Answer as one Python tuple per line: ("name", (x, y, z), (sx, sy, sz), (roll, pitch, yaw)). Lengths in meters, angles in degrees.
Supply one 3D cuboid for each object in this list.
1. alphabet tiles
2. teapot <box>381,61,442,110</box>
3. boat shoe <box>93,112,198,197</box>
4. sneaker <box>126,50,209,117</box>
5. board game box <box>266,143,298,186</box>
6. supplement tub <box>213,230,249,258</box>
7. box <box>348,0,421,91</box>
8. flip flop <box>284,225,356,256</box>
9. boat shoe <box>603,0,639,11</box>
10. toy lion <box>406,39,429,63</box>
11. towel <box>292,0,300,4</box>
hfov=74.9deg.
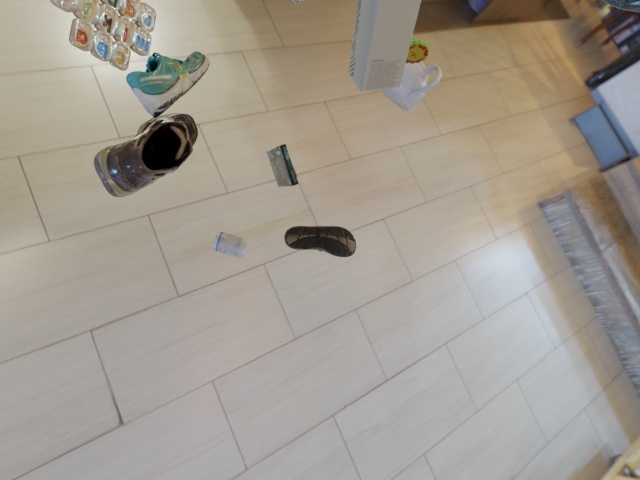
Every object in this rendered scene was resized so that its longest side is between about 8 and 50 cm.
("alphabet tiles", (-0.554, -0.611, 1.094), (0.284, 0.021, 0.279), (9, 93, -66))
("teapot", (0.334, -0.647, 1.635), (0.256, 0.252, 0.187), (44, 102, 4))
("boat shoe", (-0.354, -0.209, 0.961), (0.356, 0.130, 0.133), (-74, 148, -54))
("sneaker", (-0.356, -0.404, 1.002), (0.110, 0.106, 0.276), (48, 36, -23))
("board game box", (-0.123, -0.235, 1.331), (0.026, 0.186, 0.126), (-21, 103, -15))
("supplement tub", (-0.300, 0.015, 1.404), (0.107, 0.071, 0.071), (16, 67, -7))
("box", (0.142, -0.483, 0.937), (0.113, 0.275, 0.094), (-11, 54, -16))
("flip flop", (0.000, 0.000, 1.547), (0.276, 0.080, 0.113), (4, 89, -13))
("boat shoe", (0.566, -0.429, 0.673), (0.320, 0.118, 0.103), (38, 49, 22))
("toy lion", (0.224, -0.483, 1.067), (0.100, 0.096, 0.034), (18, 64, -48))
("towel", (-0.012, -0.921, 1.348), (0.187, 0.282, 0.049), (58, 21, -18))
